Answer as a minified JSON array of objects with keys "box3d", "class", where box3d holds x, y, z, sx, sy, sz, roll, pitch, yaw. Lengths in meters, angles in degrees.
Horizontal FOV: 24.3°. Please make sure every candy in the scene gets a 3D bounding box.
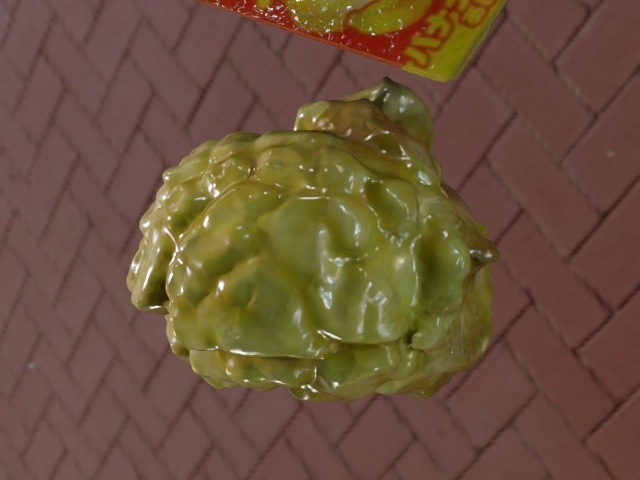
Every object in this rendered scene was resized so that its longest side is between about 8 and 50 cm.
[{"box3d":[-0.031,-0.195,0.868,0.088,0.276,0.146,-55,36,32],"class":"candy"}]

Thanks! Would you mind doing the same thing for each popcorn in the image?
[{"box3d":[0.001,0.012,0.679,0.173,0.174,0.142,-21,86,49],"class":"popcorn"}]
